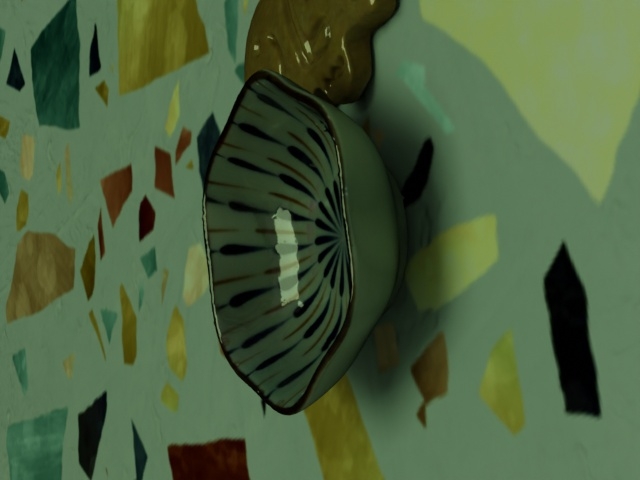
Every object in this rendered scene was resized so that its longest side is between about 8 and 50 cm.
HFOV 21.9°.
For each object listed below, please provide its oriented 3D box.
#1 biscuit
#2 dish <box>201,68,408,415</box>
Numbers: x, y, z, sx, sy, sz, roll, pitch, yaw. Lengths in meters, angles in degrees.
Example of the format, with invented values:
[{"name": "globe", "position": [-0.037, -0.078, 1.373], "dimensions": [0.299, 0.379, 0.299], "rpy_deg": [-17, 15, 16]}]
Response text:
[{"name": "biscuit", "position": [-0.007, -0.129, 0.975], "dimensions": [0.184, 0.027, 0.133], "rpy_deg": [-42, 54, 55]}, {"name": "dish", "position": [0.000, 0.000, 0.914], "dimensions": [0.190, 0.066, 0.191], "rpy_deg": [9, 100, 62]}]
